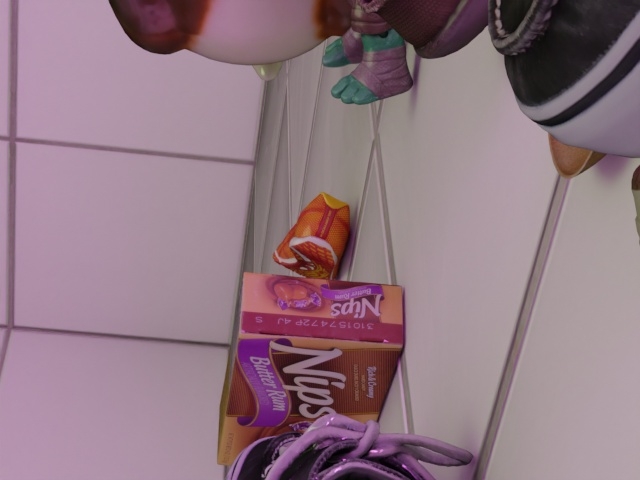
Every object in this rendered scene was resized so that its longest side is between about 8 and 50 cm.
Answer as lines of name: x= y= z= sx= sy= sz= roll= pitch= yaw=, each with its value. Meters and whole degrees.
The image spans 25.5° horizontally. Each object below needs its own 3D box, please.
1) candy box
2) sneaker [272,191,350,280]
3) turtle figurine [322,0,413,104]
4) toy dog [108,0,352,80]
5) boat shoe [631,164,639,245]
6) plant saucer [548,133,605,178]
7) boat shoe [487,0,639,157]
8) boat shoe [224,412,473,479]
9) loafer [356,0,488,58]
candy box: x=-0.011 y=0.097 z=0.990 sx=0.186 sy=0.109 sz=0.053 roll=105 pitch=169 yaw=-54
sneaker: x=0.000 y=0.000 z=1.291 sx=0.067 sy=0.064 sz=0.175 roll=-66 pitch=7 yaw=-14
turtle figurine: x=0.020 y=-0.220 z=0.952 sx=0.175 sy=0.118 sz=0.234 roll=-66 pitch=-28 yaw=-59
toy dog: x=-0.080 y=-0.293 z=1.218 sx=0.408 sy=0.285 sz=0.395 roll=-100 pitch=16 yaw=-62
boat shoe: x=0.101 y=0.024 z=0.252 sx=0.190 sy=0.068 sz=0.072 roll=-60 pitch=-36 yaw=-81
plant saucer: x=0.100 y=-0.063 z=0.511 sx=0.083 sy=0.015 sz=0.083 roll=-175 pitch=90 yaw=-83
boat shoe: x=0.076 y=-0.145 z=0.316 sx=0.335 sy=0.119 sz=0.121 roll=104 pitch=170 yaw=-54
boat shoe: x=0.017 y=0.140 z=0.684 sx=0.306 sy=0.113 sz=0.105 roll=-121 pitch=43 yaw=-76
loafer: x=0.050 y=-0.262 z=0.621 sx=0.134 sy=0.130 sz=0.366 roll=-98 pitch=14 yaw=-65
